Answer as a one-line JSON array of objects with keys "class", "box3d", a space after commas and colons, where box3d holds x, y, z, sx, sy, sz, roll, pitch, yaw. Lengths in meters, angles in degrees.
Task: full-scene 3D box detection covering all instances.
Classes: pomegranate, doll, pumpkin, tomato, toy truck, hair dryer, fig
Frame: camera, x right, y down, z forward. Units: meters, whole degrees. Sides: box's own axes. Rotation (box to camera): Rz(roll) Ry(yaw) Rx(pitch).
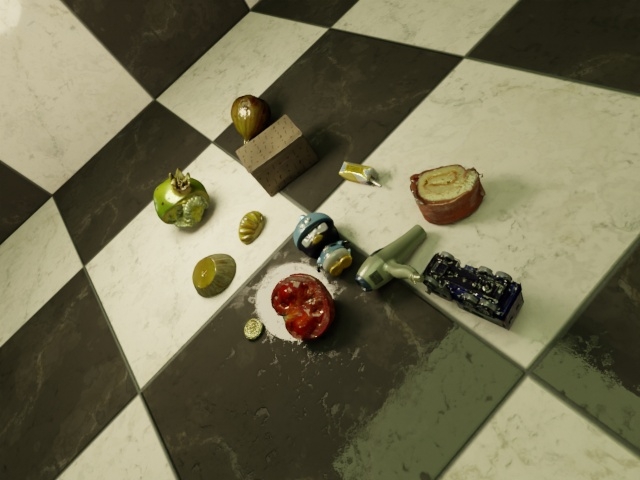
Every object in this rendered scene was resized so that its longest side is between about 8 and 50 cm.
[{"class": "pomegranate", "box3d": [-0.661, -0.209, 2.002, 0.261, 0.340, 0.260, 8, 53, -11]}, {"class": "doll", "box3d": [0.000, 0.000, 1.601, 0.177, 0.141, 0.314, -42, 51, 3]}, {"class": "pumpkin", "box3d": [-0.478, 0.132, 1.809, 0.218, 0.110, 0.217, -11, 59, 19]}, {"class": "tomato", "box3d": [-0.047, 0.222, 1.476, 0.201, 0.140, 0.232, -30, 83, 17]}, {"class": "toy truck", "box3d": [0.441, 0.147, 1.242, 0.268, 0.155, 0.124, 24, 73, 42]}, {"class": "hair dryer", "box3d": [0.285, 0.050, 1.394, 0.298, 0.119, 0.296, -12, 31, 53]}, {"class": "fig", "box3d": [-0.392, -0.602, 2.233, 0.217, 0.217, 0.320, 14, 89, 36]}]

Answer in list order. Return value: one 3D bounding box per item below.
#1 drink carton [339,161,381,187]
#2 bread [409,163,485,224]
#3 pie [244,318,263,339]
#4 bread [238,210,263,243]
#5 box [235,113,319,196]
[{"class": "drink carton", "box3d": [0.178, -0.269, 1.725, 0.200, 0.084, 0.074, 19, 80, 37]}, {"class": "bread", "box3d": [0.448, -0.164, 1.471, 0.245, 0.123, 0.190, -13, 55, 22]}, {"class": "pie", "box3d": [-0.254, 0.335, 1.591, 0.084, 0.021, 0.084, -12, 57, 20]}, {"class": "bread", "box3d": [-0.311, -0.072, 1.862, 0.083, 0.094, 0.157, 12, 57, 40]}, {"class": "box", "box3d": [-0.201, -0.394, 1.957, 0.297, 0.190, 0.225, -36, 48, 1]}]
